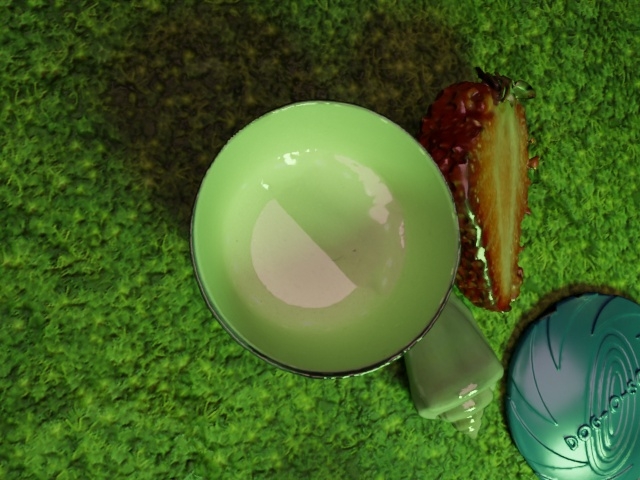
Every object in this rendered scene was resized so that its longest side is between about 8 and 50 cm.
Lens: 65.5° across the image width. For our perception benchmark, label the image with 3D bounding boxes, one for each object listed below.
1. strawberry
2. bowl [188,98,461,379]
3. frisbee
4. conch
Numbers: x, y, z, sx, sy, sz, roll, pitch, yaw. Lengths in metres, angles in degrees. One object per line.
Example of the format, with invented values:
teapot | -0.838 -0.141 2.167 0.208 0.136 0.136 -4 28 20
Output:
strawberry | 0.149 -0.055 0.528 0.175 0.106 0.236 25 76 -44
bowl | 0.000 0.000 0.474 0.237 0.126 0.238 1 86 -11
frisbee | 0.329 0.181 0.574 0.241 0.045 0.243 1 87 -10
conch | 0.132 0.119 0.530 0.104 0.094 0.176 -22 63 0
